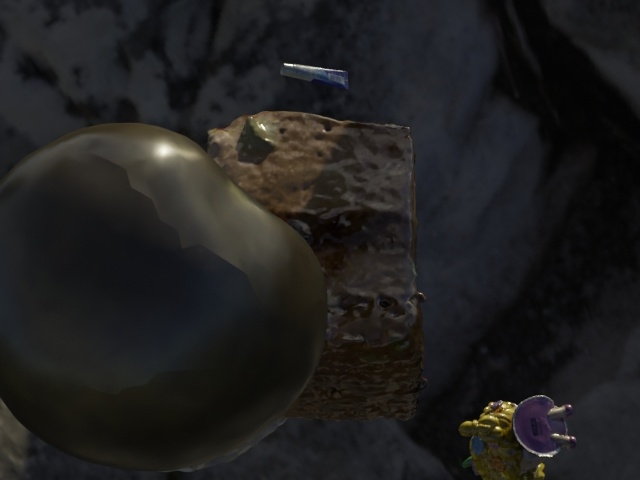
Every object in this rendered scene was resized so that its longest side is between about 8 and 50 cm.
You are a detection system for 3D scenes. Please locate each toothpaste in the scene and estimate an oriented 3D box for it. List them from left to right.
[{"bbox_3d":[-0.006,-0.193,1.839,0.083,0.015,0.024,7,65,-21],"label":"toothpaste"}]

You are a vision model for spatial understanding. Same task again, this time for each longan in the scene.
[{"bbox_3d":[-0.102,0.038,0.895,0.198,0.212,0.198,-22,43,22],"label":"longan"}]

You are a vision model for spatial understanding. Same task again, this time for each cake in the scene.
[{"bbox_3d":[0.000,0.000,1.387,0.196,0.198,0.293,1,63,6],"label":"cake"}]

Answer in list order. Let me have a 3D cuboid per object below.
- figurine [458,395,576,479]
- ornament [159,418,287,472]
[{"bbox_3d":[0.184,0.212,1.634,0.115,0.156,0.094,8,70,-12],"label":"figurine"},{"bbox_3d":[-0.159,0.093,1.760,0.337,0.337,0.337,-12,49,14],"label":"ornament"}]
